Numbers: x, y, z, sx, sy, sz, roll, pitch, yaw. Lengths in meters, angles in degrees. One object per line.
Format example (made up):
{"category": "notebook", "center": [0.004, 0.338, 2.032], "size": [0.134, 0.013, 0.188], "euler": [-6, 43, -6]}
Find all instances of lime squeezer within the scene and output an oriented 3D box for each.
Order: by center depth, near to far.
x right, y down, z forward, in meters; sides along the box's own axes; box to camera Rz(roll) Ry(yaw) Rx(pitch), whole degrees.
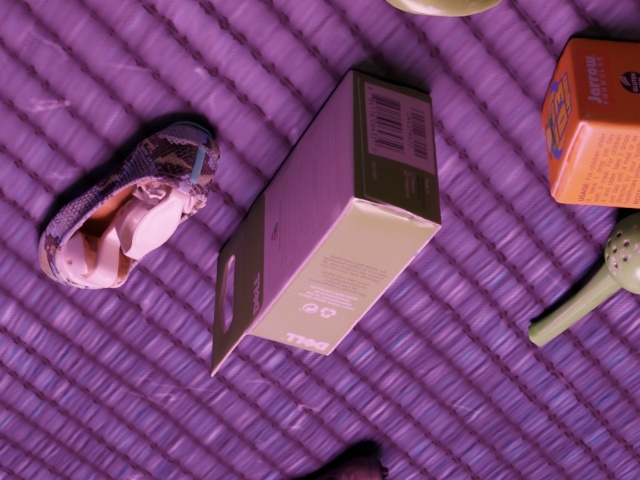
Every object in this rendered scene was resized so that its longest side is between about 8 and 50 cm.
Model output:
{"category": "lime squeezer", "center": [0.266, 0.009, 1.281], "size": [0.310, 0.058, 0.110], "euler": [-22, 137, 22]}

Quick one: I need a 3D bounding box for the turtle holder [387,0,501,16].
{"category": "turtle holder", "center": [-0.015, -0.237, 0.783], "size": [0.320, 0.243, 0.227], "euler": [-21, 131, -38]}

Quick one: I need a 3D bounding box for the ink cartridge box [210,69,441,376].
{"category": "ink cartridge box", "center": [0.000, 0.000, 1.216], "size": [0.062, 0.109, 0.209], "euler": [17, 138, -21]}

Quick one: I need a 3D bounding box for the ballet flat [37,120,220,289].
{"category": "ballet flat", "center": [-0.133, -0.006, 1.240], "size": [0.070, 0.070, 0.188], "euler": [21, 136, -26]}

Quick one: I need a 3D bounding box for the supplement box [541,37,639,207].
{"category": "supplement box", "center": [0.260, -0.067, 1.168], "size": [0.234, 0.078, 0.080], "euler": [2, 141, -6]}

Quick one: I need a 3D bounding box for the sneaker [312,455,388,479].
{"category": "sneaker", "center": [-0.030, 0.244, 1.546], "size": [0.106, 0.078, 0.234], "euler": [15, 141, -23]}
